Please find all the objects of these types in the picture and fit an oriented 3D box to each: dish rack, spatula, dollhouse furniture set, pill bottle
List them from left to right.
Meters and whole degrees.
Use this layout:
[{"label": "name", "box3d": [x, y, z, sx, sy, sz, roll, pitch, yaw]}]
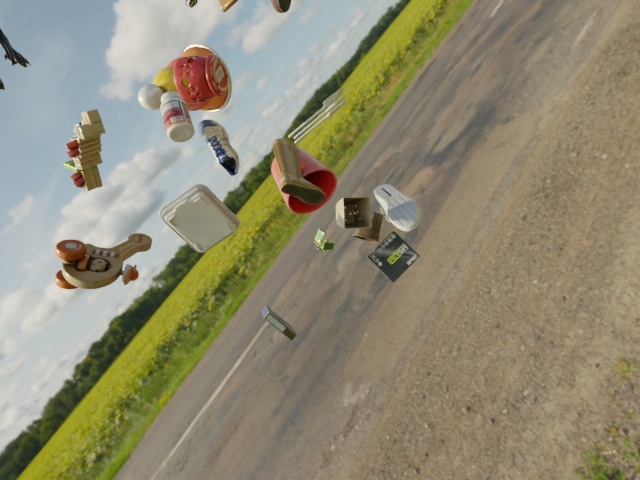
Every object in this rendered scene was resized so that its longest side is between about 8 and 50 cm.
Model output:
[{"label": "pill bottle", "box3d": [-0.459, -0.396, 1.461, 0.086, 0.151, 0.086, -18, -23, -8]}, {"label": "dish rack", "box3d": [-0.587, -0.089, 2.254, 0.286, 0.332, 0.072, -33, 37, 9]}, {"label": "spatula", "box3d": [-0.009, -0.425, 1.584, 0.242, 0.019, 0.168, -37, -1, 8]}, {"label": "dollhouse furniture set", "box3d": [0.000, 0.000, 2.170, 0.152, 0.059, 0.076, 42, 119, 50]}]

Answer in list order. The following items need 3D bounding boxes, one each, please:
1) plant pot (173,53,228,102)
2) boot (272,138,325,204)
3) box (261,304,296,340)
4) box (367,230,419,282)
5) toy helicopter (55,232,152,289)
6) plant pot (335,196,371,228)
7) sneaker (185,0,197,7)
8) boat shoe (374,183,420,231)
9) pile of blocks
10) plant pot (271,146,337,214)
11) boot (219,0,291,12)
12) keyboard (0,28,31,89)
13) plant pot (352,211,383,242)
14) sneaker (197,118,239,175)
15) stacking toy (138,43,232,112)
[{"label": "plant pot", "box3d": [-0.492, -0.680, 1.931, 0.174, 0.191, 0.191, -1, 29, 15]}, {"label": "boot", "box3d": [-0.091, -0.305, 2.006, 0.089, 0.236, 0.269, -38, 47, 33]}, {"label": "box", "box3d": [-0.167, 0.315, 1.790, 0.036, 0.136, 0.225, -50, 8, -8]}, {"label": "box", "box3d": [0.360, 0.081, 2.276, 0.191, 0.184, 0.045, -44, -9, -4]}, {"label": "toy helicopter", "box3d": [-0.670, 0.060, 1.517, 0.355, 0.235, 0.140, -50, -20, -62]}, {"label": "plant pot", "box3d": [0.108, -0.096, 1.617, 0.096, 0.109, 0.109, -177, 84, -65]}, {"label": "sneaker", "box3d": [-0.483, -0.940, 1.679, 0.068, 0.071, 0.169, -50, -37, -85]}, {"label": "boat shoe", "box3d": [0.320, -0.115, 1.843, 0.121, 0.119, 0.335, -26, 34, 3]}, {"label": "pile of blocks", "box3d": [-0.877, -0.324, 1.660, 0.113, 0.149, 0.362, -38, -17, -46]}, {"label": "plant pot", "box3d": [-0.095, -0.303, 2.187, 0.275, 0.243, 0.274, -25, -34, -18]}, {"label": "boot", "box3d": [-0.247, -0.849, 1.549, 0.281, 0.263, 0.096, -13, 16, 36]}, {"label": "keyboard", "box3d": [-0.758, -0.443, 0.970, 0.033, 0.317, 0.202, -42, -11, 38]}, {"label": "plant pot", "box3d": [0.293, -0.085, 2.728, 0.167, 0.167, 0.165, 178, 110, -77]}, {"label": "sneaker", "box3d": [-0.464, -0.435, 2.161, 0.112, 0.296, 0.130, -29, 42, 8]}, {"label": "stacking toy", "box3d": [-0.711, -0.757, 2.279, 0.351, 0.350, 0.480, -40, 2, 45]}]
